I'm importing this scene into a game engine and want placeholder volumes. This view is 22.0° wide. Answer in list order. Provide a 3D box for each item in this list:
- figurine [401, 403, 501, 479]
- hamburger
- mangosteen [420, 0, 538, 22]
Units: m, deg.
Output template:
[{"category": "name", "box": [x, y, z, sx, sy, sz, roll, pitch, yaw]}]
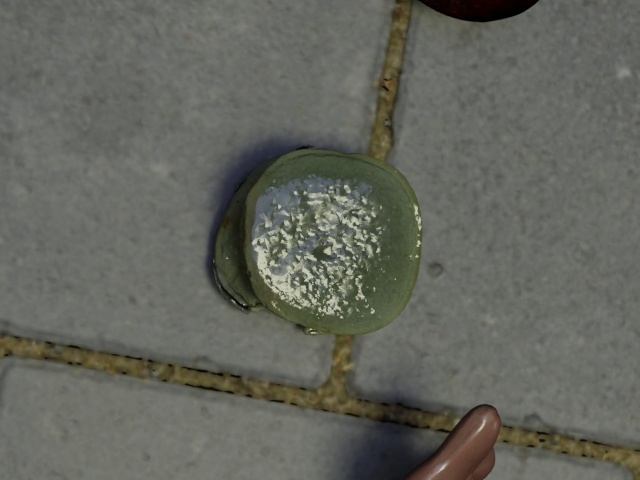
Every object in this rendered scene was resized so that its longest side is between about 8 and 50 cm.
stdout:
[{"category": "figurine", "box": [-0.008, 0.295, 1.078, 0.421, 0.154, 0.193, -39, 75, -11]}, {"category": "hamburger", "box": [0.000, 0.000, 1.143, 0.140, 0.062, 0.133, 9, 87, -19]}, {"category": "mangosteen", "box": [0.112, -0.225, 1.172, 0.140, 0.140, 0.140, 1, 85, -18]}]
